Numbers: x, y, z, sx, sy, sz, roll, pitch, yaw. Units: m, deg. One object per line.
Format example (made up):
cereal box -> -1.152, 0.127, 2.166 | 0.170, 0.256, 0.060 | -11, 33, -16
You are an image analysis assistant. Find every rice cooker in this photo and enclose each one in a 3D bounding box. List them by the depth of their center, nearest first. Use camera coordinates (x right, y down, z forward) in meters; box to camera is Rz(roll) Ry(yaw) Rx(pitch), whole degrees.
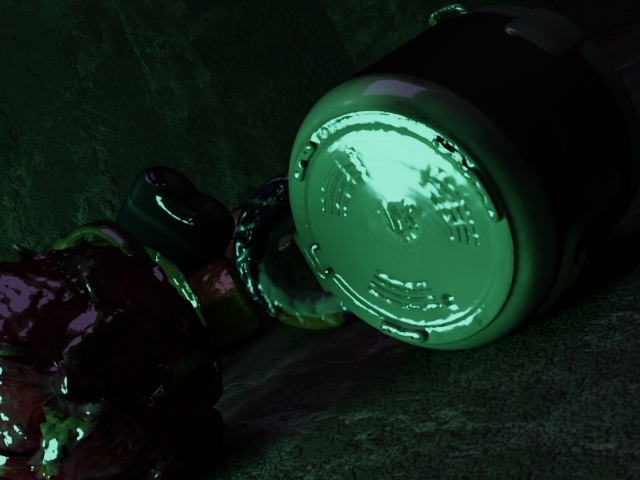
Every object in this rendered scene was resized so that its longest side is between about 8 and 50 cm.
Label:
rice cooker -> 0.167, -0.072, 1.307 | 0.335, 0.335, 0.325 | -21, 12, 45

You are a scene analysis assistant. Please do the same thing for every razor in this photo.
razor -> -0.286, 0.033, 2.157 | 0.113, 0.204, 0.349 | -51, -8, -49

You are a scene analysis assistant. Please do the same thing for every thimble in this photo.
thimble -> 0.000, 0.000, 1.686 | 0.237, 0.237, 0.150 | -27, 6, 14

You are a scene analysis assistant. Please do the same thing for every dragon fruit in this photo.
dragon fruit -> -0.263, 0.162, 1.331 | 0.329, 0.329, 0.329 | -28, 8, 5

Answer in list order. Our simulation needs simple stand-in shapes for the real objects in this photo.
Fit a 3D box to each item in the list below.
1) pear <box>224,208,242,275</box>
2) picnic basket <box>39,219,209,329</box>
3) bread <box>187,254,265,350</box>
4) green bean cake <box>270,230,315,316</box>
pear -> -0.124, 0.020, 2.267 | 0.178, 0.178, 0.178 | -28, 8, 5
picnic basket -> -0.289, 0.119, 1.666 | 0.337, 0.293, 0.337 | -26, -5, -3
bread -> -0.176, 0.109, 1.966 | 0.134, 0.129, 0.260 | -30, 7, 1
green bean cake -> -0.005, 0.023, 1.915 | 0.233, 0.124, 0.236 | -30, 8, 1
